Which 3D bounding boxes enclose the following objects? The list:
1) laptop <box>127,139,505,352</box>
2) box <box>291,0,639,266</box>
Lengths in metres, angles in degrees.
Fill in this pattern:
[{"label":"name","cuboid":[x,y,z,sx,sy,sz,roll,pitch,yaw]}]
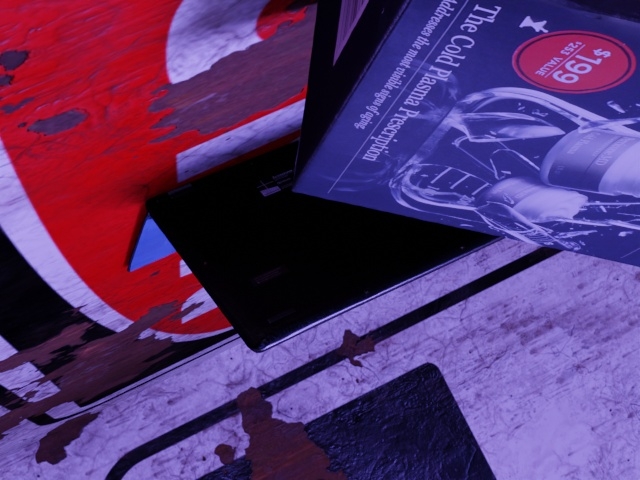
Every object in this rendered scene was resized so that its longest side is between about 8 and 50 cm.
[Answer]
[{"label":"laptop","cuboid":[0.000,0.000,1.297,0.382,0.408,0.236,-24,137,-20]},{"label":"box","cuboid":[0.173,-0.135,0.736,0.312,0.179,0.343,11,161,-10]}]
